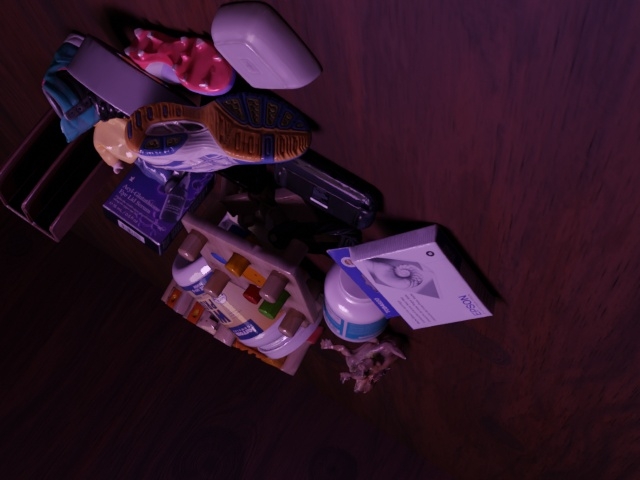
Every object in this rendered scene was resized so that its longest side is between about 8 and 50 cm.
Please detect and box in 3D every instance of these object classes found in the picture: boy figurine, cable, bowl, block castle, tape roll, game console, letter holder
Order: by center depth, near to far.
[{"bbox_3d":[-0.083,-0.258,1.277,0.142,0.053,0.142,44,163,-34],"label":"bowl"},{"bbox_3d":[-0.323,-0.263,1.590,0.219,0.072,0.219,35,-175,-4],"label":"tape roll"},{"bbox_3d":[-0.062,-0.123,1.603,0.361,0.044,0.213,30,154,13],"label":"game console"},{"bbox_3d":[0.000,0.000,1.777,0.184,0.047,0.150,-13,152,41],"label":"cable"},{"bbox_3d":[-0.394,-0.214,1.897,0.285,0.092,0.177,37,121,-5],"label":"boy figurine"},{"bbox_3d":[-0.550,-0.178,2.016,0.152,0.302,0.214,35,164,1],"label":"letter holder"},{"bbox_3d":[-0.217,0.168,2.538,0.303,0.213,0.453,31,176,-33],"label":"block castle"}]

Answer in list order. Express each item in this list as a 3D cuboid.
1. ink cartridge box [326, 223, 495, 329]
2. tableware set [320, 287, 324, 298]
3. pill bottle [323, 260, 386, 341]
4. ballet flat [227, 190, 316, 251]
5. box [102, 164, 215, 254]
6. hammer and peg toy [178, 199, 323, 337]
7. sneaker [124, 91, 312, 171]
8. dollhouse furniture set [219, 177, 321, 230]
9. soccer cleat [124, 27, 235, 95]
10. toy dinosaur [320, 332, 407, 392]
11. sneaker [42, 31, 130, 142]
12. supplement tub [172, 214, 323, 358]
[{"bbox_3d":[0.153,0.074,1.600,0.224,0.045,0.223,-14,135,33],"label":"ink cartridge box"},{"bbox_3d":[0.057,0.144,2.201,0.128,0.039,0.194,52,155,-14],"label":"tableware set"},{"bbox_3d":[0.079,0.108,1.840,0.146,0.146,0.264,33,164,9],"label":"pill bottle"},{"bbox_3d":[-0.112,-0.045,1.931,0.248,0.086,0.086,25,161,36],"label":"ballet flat"},{"bbox_3d":[-0.347,-0.098,2.005,0.153,0.207,0.108,34,164,1],"label":"box"},{"bbox_3d":[-0.129,0.079,1.824,0.266,0.127,0.361,26,161,19],"label":"hammer and peg toy"},{"bbox_3d":[-0.157,-0.166,1.490,0.296,0.112,0.131,3,166,7],"label":"sneaker"},{"bbox_3d":[-0.092,-0.101,1.805,0.151,0.123,0.144,-11,145,19],"label":"dollhouse furniture set"},{"bbox_3d":[-0.207,-0.275,1.458,0.248,0.083,0.095,24,176,38],"label":"soccer cleat"},{"bbox_3d":[0.140,0.280,2.260,0.200,0.127,0.296,5,157,-37],"label":"toy dinosaur"},{"bbox_3d":[-0.404,-0.245,1.744,0.295,0.178,0.124,34,164,5],"label":"sneaker"},{"bbox_3d":[-0.161,0.102,2.139,0.316,0.228,0.228,46,162,-21],"label":"supplement tub"}]
